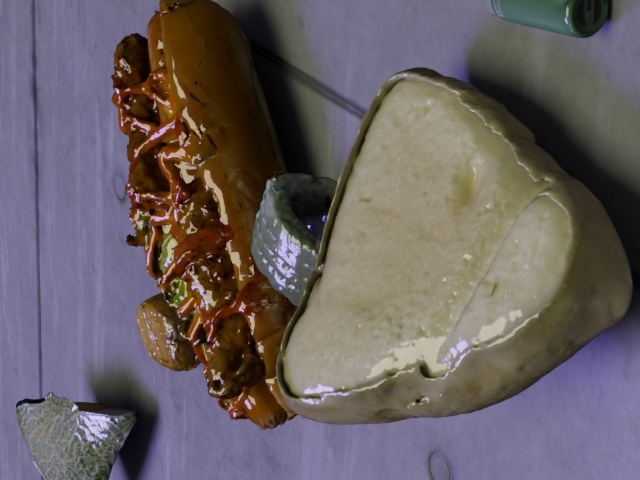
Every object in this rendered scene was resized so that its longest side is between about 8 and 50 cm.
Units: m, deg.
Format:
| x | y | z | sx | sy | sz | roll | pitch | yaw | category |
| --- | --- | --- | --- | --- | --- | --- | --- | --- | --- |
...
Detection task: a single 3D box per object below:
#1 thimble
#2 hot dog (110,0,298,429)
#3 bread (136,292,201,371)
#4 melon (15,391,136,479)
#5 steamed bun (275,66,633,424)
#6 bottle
| x | y | z | sx | sy | sz | roll | pitch | yaw | category |
| --- | --- | --- | --- | --- | --- | --- | --- | --- | --- |
| 0.000 | 0.000 | 1.066 | 0.110 | 0.084 | 0.062 | 41 | 134 | 17 | thimble |
| -0.088 | -0.020 | 1.177 | 0.158 | 0.117 | 0.349 | 143 | 112 | -70 | hot dog |
| -0.134 | 0.083 | 1.377 | 0.081 | 0.046 | 0.083 | 61 | 145 | 19 | bread |
| -0.239 | 0.219 | 1.568 | 0.202 | 0.093 | 0.140 | -2 | 95 | 52 | melon |
| 0.092 | 0.024 | 0.889 | 0.212 | 0.110 | 0.231 | 21 | 88 | 49 | steamed bun |
| 0.127 | -0.136 | 0.860 | 0.083 | 0.030 | 0.030 | 26 | 122 | 56 | bottle |
